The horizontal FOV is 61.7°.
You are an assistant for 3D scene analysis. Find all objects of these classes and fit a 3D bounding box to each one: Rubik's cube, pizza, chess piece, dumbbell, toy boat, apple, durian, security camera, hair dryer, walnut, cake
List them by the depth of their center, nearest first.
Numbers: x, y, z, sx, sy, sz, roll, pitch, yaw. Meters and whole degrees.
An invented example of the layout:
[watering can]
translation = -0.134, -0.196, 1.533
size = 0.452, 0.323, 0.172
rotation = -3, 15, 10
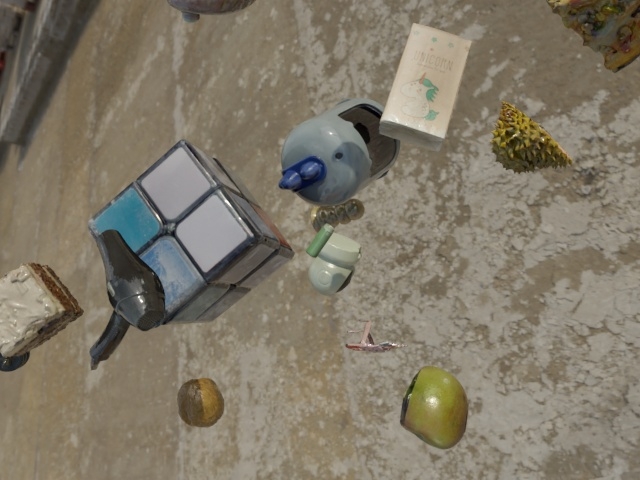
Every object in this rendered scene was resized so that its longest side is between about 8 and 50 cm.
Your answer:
[pizza]
translation = 0.439, -0.353, 0.817
size = 0.185, 0.176, 0.036
rotation = 105, -172, -61
[cake]
translation = -0.530, 0.121, 0.962
size = 0.134, 0.135, 0.147
rotation = 49, 169, 5
[hair dryer]
translation = -0.391, 0.135, 0.980
size = 0.235, 0.091, 0.272
rotation = 47, 112, 35
[toy boat]
translation = -0.218, -0.488, 1.075
size = 0.155, 0.227, 0.085
rotation = 20, 123, 11
[walnut]
translation = -0.264, 0.355, 1.179
size = 0.105, 0.105, 0.124
rotation = 47, 153, 46
[durian]
translation = 0.495, -0.233, 1.260
size = 0.165, 0.182, 0.132
rotation = 10, 54, 46
[Rubik's cube]
translation = -0.298, -0.002, 1.310
size = 0.318, 0.313, 0.316
rotation = -38, 76, 5
[apple]
translation = 0.309, 0.446, 1.437
size = 0.188, 0.207, 0.174
rotation = -55, 23, -21
[dumbbell]
translation = -0.844, 0.291, 1.462
size = 0.208, 0.099, 0.099
rotation = 40, 114, 62
[chess piece]
translation = 0.059, -0.084, 1.699
size = 0.170, 0.094, 0.094
rotation = -18, 67, 32
[security camera]
translation = 0.046, 0.104, 2.117
size = 0.194, 0.194, 0.236
rotation = 38, 113, 49

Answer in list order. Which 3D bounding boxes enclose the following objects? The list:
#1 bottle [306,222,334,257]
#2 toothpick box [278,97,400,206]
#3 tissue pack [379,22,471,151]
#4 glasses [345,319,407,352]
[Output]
[bottle]
translation = 0.000, 0.000, 1.252
size = 0.083, 0.030, 0.030
rotation = -55, 43, 12
[toothpick box]
translation = 0.035, -0.221, 1.415
size = 0.263, 0.354, 0.263
rotation = 13, 119, 24
[tissue pack]
translation = 0.274, -0.401, 1.390
size = 0.071, 0.170, 0.325
rotation = 94, -166, -69
[glasses]
translation = 0.170, 0.284, 1.564
size = 0.162, 0.255, 0.095
rotation = 5, 82, 15
